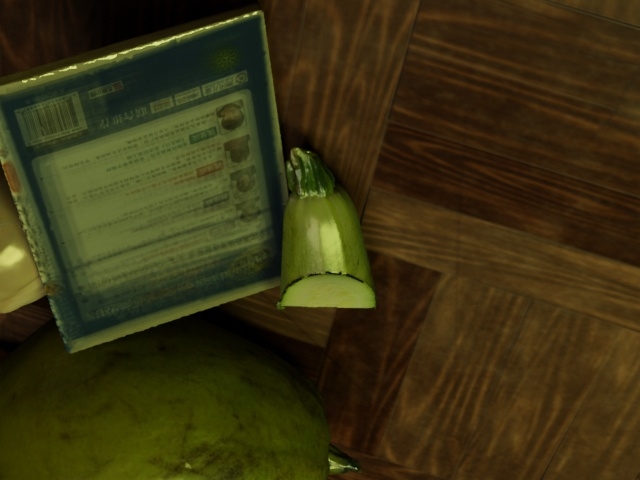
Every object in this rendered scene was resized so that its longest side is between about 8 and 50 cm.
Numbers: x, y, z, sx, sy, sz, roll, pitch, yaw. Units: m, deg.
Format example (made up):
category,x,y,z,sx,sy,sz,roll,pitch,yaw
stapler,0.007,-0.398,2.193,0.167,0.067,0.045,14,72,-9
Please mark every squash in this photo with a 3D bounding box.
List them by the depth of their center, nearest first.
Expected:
category,x,y,z,sx,sy,sz,roll,pitch,yaw
squash,-0.001,0.003,1.287,0.090,0.075,0.200,10,141,18

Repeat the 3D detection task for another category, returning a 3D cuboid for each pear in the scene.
category,x,y,z,sx,sy,sz,roll,pitch,yaw
pear,-0.145,0.199,1.439,0.375,0.287,0.287,6,141,-5

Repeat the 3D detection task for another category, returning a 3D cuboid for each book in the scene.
category,x,y,z,sx,sy,sz,roll,pitch,yaw
book,-0.137,-0.042,1.238,0.228,0.018,0.322,-17,139,-10

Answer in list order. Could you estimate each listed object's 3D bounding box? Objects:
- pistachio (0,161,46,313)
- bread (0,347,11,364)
category,x,y,z,sx,sy,sz,roll,pitch,yaw
pistachio,-0.343,-0.038,1.320,0.299,0.187,0.187,23,142,4
bread,-0.366,0.235,1.579,0.179,0.250,0.133,-14,137,25
